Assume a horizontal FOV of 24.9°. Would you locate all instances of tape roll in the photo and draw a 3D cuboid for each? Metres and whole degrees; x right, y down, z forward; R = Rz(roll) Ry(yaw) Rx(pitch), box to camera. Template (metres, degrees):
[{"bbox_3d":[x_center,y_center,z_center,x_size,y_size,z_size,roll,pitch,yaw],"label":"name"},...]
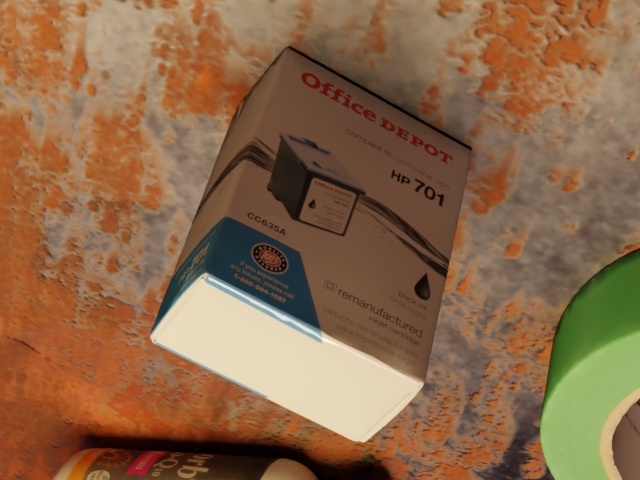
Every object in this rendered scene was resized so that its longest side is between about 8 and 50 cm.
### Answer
[{"bbox_3d":[0.312,0.122,0.974,0.321,0.077,0.321,10,140,8],"label":"tape roll"}]

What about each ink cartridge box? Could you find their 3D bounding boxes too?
[{"bbox_3d":[0.000,0.000,0.852,0.140,0.190,0.082,27,139,-13],"label":"ink cartridge box"}]

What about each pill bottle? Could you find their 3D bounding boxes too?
[{"bbox_3d":[-0.084,0.260,1.216,0.278,0.162,0.162,0,138,19],"label":"pill bottle"}]
